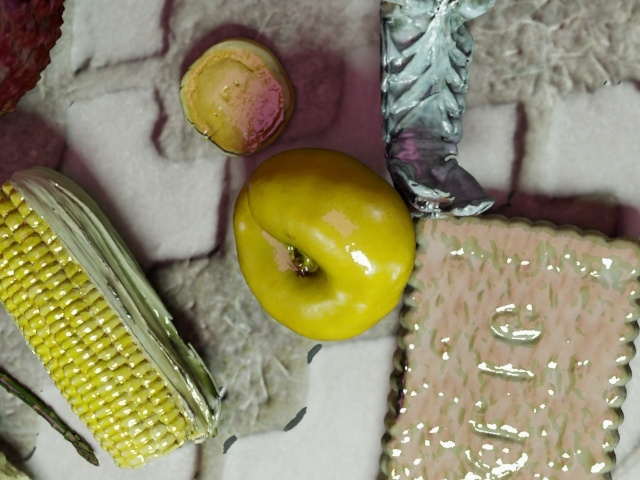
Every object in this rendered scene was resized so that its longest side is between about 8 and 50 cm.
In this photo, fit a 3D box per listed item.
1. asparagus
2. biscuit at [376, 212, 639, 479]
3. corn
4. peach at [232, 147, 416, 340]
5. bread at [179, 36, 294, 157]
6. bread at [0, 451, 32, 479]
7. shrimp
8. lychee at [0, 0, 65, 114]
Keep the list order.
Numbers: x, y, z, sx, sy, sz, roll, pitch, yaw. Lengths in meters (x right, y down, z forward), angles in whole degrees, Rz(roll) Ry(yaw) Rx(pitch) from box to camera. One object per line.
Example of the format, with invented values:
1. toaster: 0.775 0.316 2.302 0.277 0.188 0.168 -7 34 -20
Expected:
1. asparagus: -0.274 0.165 1.174 0.163 0.016 0.016 39 74 4
2. biscuit: 0.165 0.140 1.084 0.217 0.044 0.325 8 96 9
3. corn: -0.208 0.075 1.111 0.123 0.122 0.305 -32 92 -17
4. peach: 0.000 0.000 1.046 0.179 0.103 0.179 21 126 33
5. bread: -0.077 -0.131 1.109 0.110 0.024 0.110 1 95 8
6. bread: -0.437 0.196 1.128 0.236 0.165 0.375 -32 91 13
7. shrimp: 0.100 -0.228 1.013 0.221 0.166 0.411 -2 111 -23
8. lychee: -0.333 -0.228 1.043 0.271 0.271 0.271 1 95 9
